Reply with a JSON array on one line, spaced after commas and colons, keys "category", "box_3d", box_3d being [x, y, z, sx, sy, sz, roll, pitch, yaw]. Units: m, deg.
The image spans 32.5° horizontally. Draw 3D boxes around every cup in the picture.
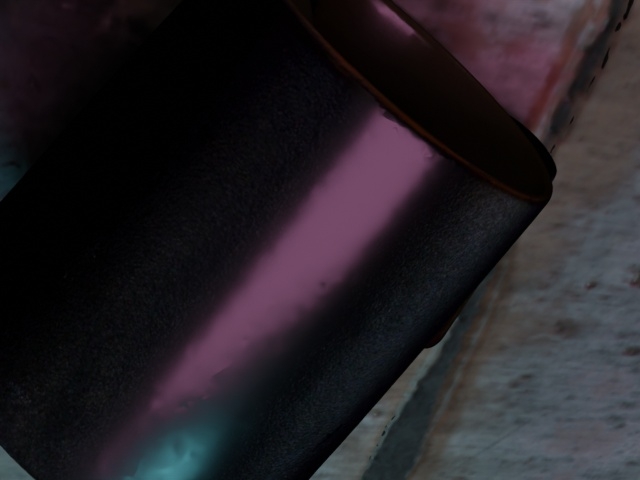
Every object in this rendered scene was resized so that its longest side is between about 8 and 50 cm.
[{"category": "cup", "box_3d": [-0.013, -0.011, 0.448, 0.166, 0.239, 0.177, 44, 111, 7]}]
